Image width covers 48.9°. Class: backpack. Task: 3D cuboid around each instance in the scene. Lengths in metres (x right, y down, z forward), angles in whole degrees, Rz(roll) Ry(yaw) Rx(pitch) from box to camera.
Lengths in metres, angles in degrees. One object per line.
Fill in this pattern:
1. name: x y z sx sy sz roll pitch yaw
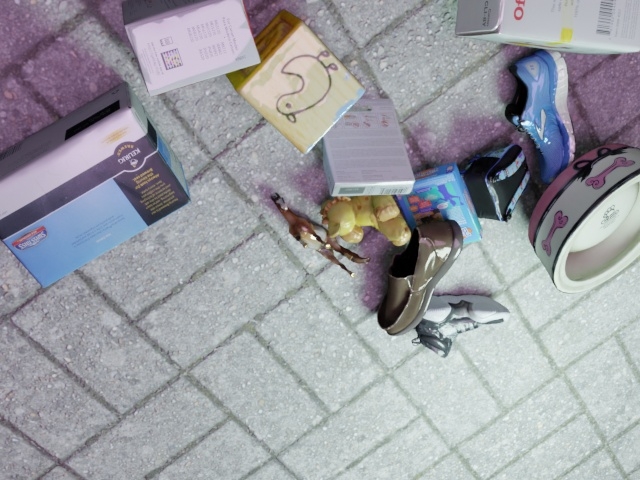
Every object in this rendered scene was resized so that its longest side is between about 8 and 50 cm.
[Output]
1. backpack: 0.434 -0.152 1.730 0.173 0.117 0.158 -47 125 -28

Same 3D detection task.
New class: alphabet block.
1. alphabet block: -0.056 -0.331 1.459 0.192 0.193 0.197 -47 118 6

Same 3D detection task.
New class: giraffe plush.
1. giraffe plush: 0.092 -0.060 1.642 0.170 0.181 0.210 -28 95 7

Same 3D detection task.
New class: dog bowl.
1. dog bowl: 0.698 -0.064 1.763 0.408 0.150 0.408 -21 140 -19

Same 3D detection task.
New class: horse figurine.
1. horse figurine: 0.000 0.000 1.666 0.263 0.174 0.066 30 100 -39

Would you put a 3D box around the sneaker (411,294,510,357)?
1. sneaker: 0.372 0.232 1.906 0.268 0.101 0.153 2 114 -11

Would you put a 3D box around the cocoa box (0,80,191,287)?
1. cocoa box: -0.469 -0.117 1.414 0.347 0.231 0.228 -30 120 -1

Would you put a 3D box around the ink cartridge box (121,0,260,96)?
1. ink cartridge box: -0.217 -0.399 1.311 0.271 0.309 0.130 -19 119 -7

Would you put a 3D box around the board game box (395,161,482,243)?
1. board game box: 0.287 -0.076 1.721 0.160 0.047 0.210 -13 122 26

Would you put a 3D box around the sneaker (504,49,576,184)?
1. sneaker: 0.518 -0.288 1.700 0.147 0.130 0.330 -16 110 0

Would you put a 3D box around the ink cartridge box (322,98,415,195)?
1. ink cartridge box: 0.094 -0.209 1.576 0.189 0.232 0.066 -3 147 -15

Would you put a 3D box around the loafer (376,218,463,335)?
1. loafer: 0.214 0.085 1.745 0.130 0.134 0.366 11 124 -21

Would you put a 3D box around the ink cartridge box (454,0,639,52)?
1. ink cartridge box: 0.493 -0.551 1.479 0.384 0.160 0.279 0 102 -25
